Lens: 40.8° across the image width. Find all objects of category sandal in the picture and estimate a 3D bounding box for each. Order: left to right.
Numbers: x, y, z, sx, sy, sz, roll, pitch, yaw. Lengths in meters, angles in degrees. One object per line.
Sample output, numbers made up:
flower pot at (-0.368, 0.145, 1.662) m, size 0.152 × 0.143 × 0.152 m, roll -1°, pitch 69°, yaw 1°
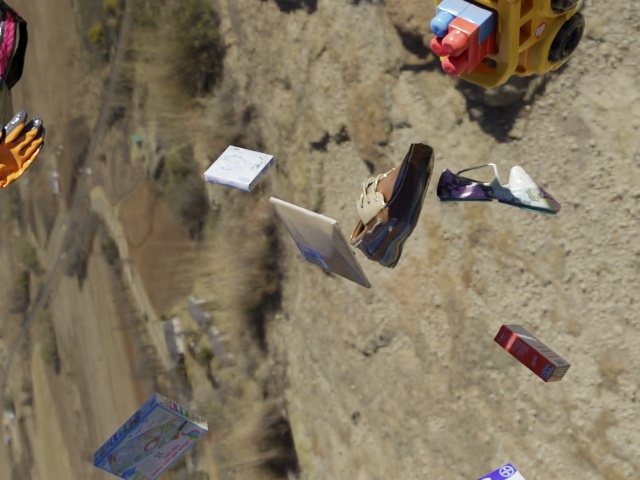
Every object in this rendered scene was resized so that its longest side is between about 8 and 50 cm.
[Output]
sandal at (-0.287, -0.166, 0.782) m, size 0.067 × 0.040 × 0.179 m, roll -76°, pitch -15°, yaw -75°

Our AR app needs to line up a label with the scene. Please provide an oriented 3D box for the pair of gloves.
pair of gloves at (-0.230, -0.074, 0.574) m, size 0.083 × 0.074 × 0.010 m, roll 48°, pitch 159°, yaw -28°

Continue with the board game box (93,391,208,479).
board game box at (-0.266, 0.315, 1.344) m, size 0.154 × 0.103 × 0.026 m, roll -44°, pitch 31°, yaw 14°

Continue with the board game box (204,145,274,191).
board game box at (-0.142, -0.126, 1.505) m, size 0.090 × 0.090 × 0.020 m, roll 15°, pitch 134°, yaw 22°

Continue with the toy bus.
toy bus at (0.205, -0.258, 1.019) m, size 0.149 × 0.211 × 0.220 m, roll 31°, pitch 158°, yaw 27°

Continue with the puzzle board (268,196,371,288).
puzzle board at (0.000, 0.000, 0.958) m, size 0.128 × 0.011 × 0.096 m, roll 23°, pitch 150°, yaw 52°

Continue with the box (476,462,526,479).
box at (0.265, 0.413, 1.250) m, size 0.137 × 0.126 × 0.072 m, roll 49°, pitch 161°, yaw 58°

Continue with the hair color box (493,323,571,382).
hair color box at (0.427, 0.226, 1.738) m, size 0.141 × 0.072 × 0.043 m, roll 40°, pitch 111°, yaw 36°

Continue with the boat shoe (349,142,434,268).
boat shoe at (0.123, -0.061, 1.610) m, size 0.324 × 0.120 × 0.122 m, roll 107°, pitch -177°, yaw -53°

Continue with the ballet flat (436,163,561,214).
ballet flat at (0.315, -0.096, 1.519) m, size 0.221 × 0.077 × 0.079 m, roll 8°, pitch 97°, yaw 22°
